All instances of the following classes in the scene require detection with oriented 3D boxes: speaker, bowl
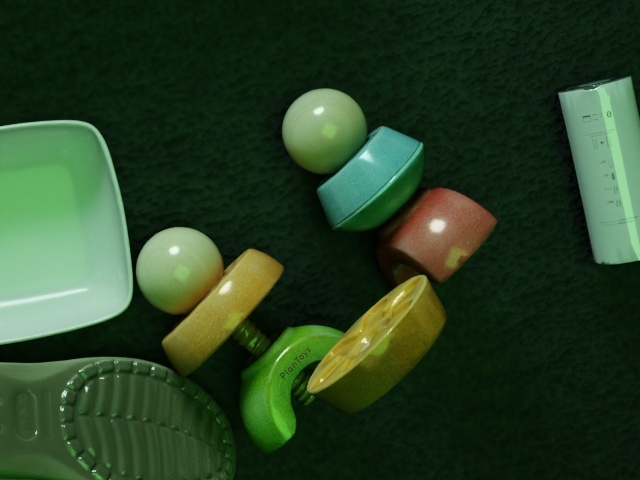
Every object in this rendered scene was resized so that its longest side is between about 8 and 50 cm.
[{"bbox_3d":[0.219,-0.052,0.939,0.055,0.055,0.136,-16,97,-11],"label":"speaker"},{"bbox_3d":[-0.204,-0.007,0.849,0.142,0.053,0.142,-11,98,-12],"label":"bowl"}]

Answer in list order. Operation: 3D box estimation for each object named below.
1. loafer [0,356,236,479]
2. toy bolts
[{"bbox_3d":[-0.185,0.133,0.845,0.268,0.092,0.102,13,61,-29],"label":"loafer"},{"bbox_3d":[0.000,0.000,0.833,0.158,0.218,0.228,46,66,-6],"label":"toy bolts"}]
